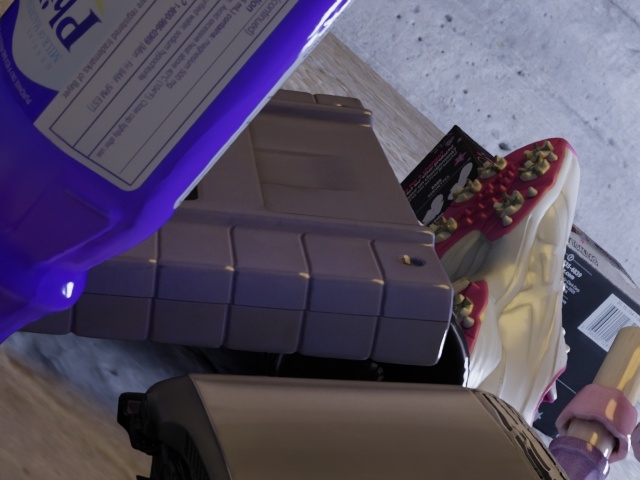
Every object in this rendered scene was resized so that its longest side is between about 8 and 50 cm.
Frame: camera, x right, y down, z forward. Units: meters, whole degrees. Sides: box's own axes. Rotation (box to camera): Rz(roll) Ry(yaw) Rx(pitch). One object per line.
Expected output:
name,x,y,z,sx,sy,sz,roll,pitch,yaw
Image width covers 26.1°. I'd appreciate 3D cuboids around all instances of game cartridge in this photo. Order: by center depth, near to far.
game cartridge,-0.065,-0.034,0.823,0.230,0.068,0.355,9,20,-10

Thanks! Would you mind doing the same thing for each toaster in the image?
toaster,0.013,0.130,0.485,0.146,0.129,0.227,2,27,-18

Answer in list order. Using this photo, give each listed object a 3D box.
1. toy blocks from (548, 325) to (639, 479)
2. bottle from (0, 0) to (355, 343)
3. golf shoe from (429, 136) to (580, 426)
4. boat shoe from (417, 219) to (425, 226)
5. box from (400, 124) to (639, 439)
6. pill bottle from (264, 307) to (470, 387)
toy blocks,0.360,0.215,1.088,0.288,0.309,0.260,47,53,-13
bottle,-0.088,-0.057,0.545,0.092,0.283,0.118,34,15,-32
golf shoe,0.146,0.047,1.095,0.140,0.115,0.306,49,51,-24
boat shoe,0.000,0.000,1.109,0.258,0.095,0.084,26,21,-18
box,0.174,0.038,1.301,0.247,0.163,0.142,36,15,-24
pill bottle,0.019,0.043,0.909,0.123,0.123,0.219,38,12,-18
